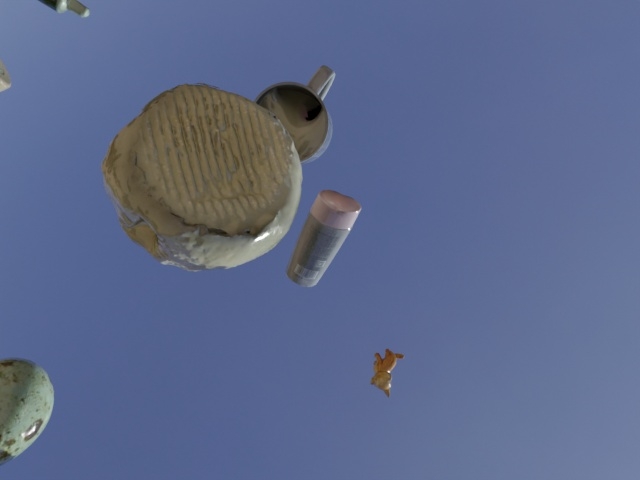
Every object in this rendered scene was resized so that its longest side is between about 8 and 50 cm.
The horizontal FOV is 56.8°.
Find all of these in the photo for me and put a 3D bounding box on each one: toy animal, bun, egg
[{"bbox_3d":[0.138,0.270,1.204,0.081,0.060,0.083,-4,-137,-9],"label":"toy animal"},{"bbox_3d":[-0.209,-0.100,1.062,0.211,0.359,0.360,-36,-140,51],"label":"bun"},{"bbox_3d":[-0.608,0.329,1.130,0.169,0.169,0.231,-31,-151,16],"label":"egg"}]

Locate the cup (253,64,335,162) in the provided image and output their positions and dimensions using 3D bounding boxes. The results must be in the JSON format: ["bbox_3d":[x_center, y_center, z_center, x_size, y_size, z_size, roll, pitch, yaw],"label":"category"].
[{"bbox_3d":[-0.061,-0.386,1.819,0.323,0.236,0.327,-55,-178,9],"label":"cup"}]

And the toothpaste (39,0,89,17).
[{"bbox_3d":[-0.682,-0.595,1.267,0.061,0.392,0.099,-38,-154,57],"label":"toothpaste"}]

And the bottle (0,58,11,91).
[{"bbox_3d":[-0.740,-0.313,1.176,0.209,0.097,0.110,-24,-121,-4],"label":"bottle"}]

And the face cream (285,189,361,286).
[{"bbox_3d":[0.000,0.000,1.412,0.073,0.107,0.269,-88,-162,-47],"label":"face cream"}]
